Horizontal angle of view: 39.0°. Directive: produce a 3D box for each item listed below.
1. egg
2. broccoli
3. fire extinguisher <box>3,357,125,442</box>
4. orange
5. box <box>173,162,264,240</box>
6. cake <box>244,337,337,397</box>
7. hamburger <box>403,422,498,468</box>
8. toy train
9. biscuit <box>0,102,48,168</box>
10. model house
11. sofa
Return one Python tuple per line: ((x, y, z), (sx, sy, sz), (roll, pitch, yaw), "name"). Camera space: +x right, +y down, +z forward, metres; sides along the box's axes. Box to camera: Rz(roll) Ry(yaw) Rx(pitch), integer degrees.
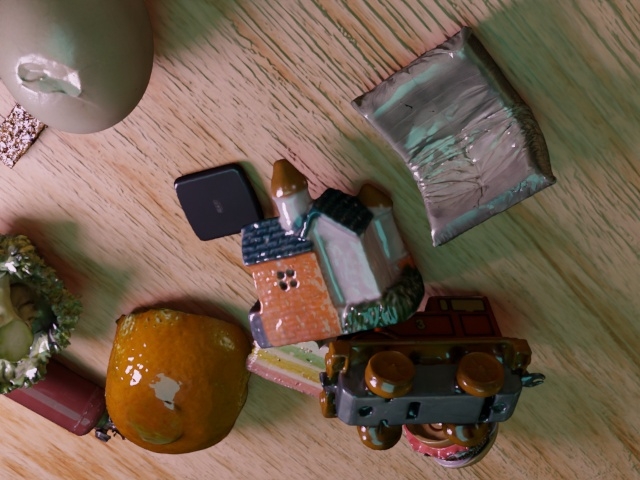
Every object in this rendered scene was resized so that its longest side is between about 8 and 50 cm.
((-0.340, -0.272, 1.245), (0.219, 0.219, 0.269), (3, 123, 7), "egg")
((-0.547, 0.121, 1.566), (0.260, 0.235, 0.288), (-5, 131, 37), "broccoli")
((-0.514, 0.305, 1.773), (0.337, 0.106, 0.147), (35, 155, -15), "fire extinguisher")
((-0.263, 0.269, 1.668), (0.263, 0.196, 0.334), (11, 121, -15), "orange")
((-0.164, -0.063, 1.489), (0.125, 0.027, 0.126), (-13, 121, 15), "box")
((-0.013, 0.219, 1.598), (0.225, 0.090, 0.109), (14, 114, -11), "cake")
((0.240, 0.328, 1.627), (0.175, 0.175, 0.137), (-22, 133, 23), "hamburger")
((0.178, 0.202, 1.470), (0.369, 0.231, 0.163), (0, 130, -8), "toy train")
((-0.465, -0.192, 1.437), (0.064, 0.034, 0.199), (39, 123, -18), "biscuit")
((0.000, 0.000, 1.440), (0.272, 0.190, 0.300), (-12, 107, 22), "model house")
((0.186, -0.147, 1.274), (0.210, 0.176, 0.225), (-29, 117, 26), "sofa")
